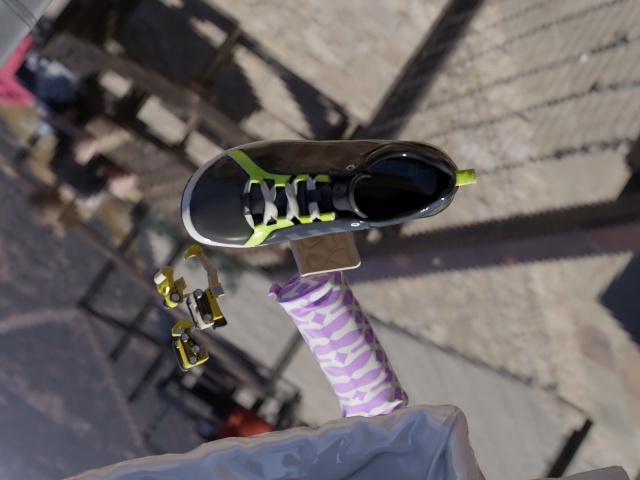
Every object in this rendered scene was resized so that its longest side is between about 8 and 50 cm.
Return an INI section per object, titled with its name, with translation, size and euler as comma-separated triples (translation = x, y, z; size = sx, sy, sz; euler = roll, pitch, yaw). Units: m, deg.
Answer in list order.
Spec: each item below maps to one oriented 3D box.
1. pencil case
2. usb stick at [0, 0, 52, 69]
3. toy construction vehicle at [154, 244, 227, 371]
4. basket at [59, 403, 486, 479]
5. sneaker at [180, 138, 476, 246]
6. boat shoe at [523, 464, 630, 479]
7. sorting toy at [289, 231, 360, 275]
[pencil case]
translation = 0.022, 0.123, 1.860
size = 0.206, 0.088, 0.086
euler = 62, -161, -14
[usb stick]
translation = -0.249, -0.262, 1.484
size = 0.045, 0.278, 0.077
euler = 26, 167, 44
[toy construction vehicle]
translation = -0.117, 0.062, 1.540
size = 0.086, 0.035, 0.098
euler = -44, 64, 56
[basket]
translation = -0.017, 0.320, 1.037
size = 0.328, 0.331, 0.266
euler = -14, 151, 12
[sneaker]
translation = 0.004, -0.045, 1.305
size = 0.097, 0.235, 0.084
euler = -161, 62, -83
[boat shoe]
translation = 0.174, 0.238, 1.339
size = 0.083, 0.226, 0.075
euler = -49, 55, 55
[sorting toy]
translation = 0.000, 0.000, 1.644
size = 0.012, 0.062, 0.083
euler = 93, 162, -51
